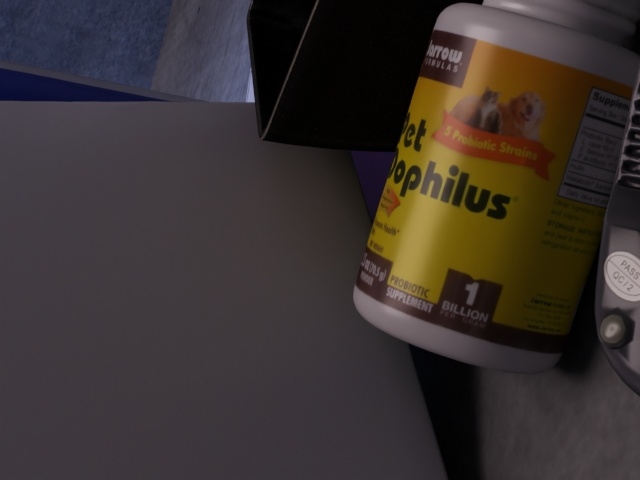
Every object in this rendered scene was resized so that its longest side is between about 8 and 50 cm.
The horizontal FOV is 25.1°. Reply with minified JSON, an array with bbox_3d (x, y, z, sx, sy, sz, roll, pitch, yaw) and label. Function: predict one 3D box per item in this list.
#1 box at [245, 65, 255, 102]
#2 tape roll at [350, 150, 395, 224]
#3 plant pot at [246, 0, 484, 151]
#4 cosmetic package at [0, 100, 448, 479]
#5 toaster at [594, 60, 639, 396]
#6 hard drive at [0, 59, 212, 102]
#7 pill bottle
[{"bbox_3d":[0.001,-0.193,1.301,0.169,0.087,0.290,128,152,-55],"label":"box"},{"bbox_3d":[0.000,0.000,1.137,0.189,0.080,0.189,-165,90,-75],"label":"tape roll"},{"bbox_3d":[0.064,-0.160,0.900,0.188,0.167,0.187,-101,30,-56],"label":"plant pot"},{"bbox_3d":[-0.161,0.151,0.946,0.393,0.327,0.329,123,139,-51],"label":"cosmetic package"},{"bbox_3d":[0.172,-0.041,0.385,0.129,0.146,0.227,12,90,44],"label":"toaster"},{"bbox_3d":[-0.196,-0.023,1.111,0.040,0.319,0.210,40,115,47],"label":"hard drive"},{"bbox_3d":[0.100,-0.046,0.755,0.117,0.117,0.215,-142,68,-73],"label":"pill bottle"}]
